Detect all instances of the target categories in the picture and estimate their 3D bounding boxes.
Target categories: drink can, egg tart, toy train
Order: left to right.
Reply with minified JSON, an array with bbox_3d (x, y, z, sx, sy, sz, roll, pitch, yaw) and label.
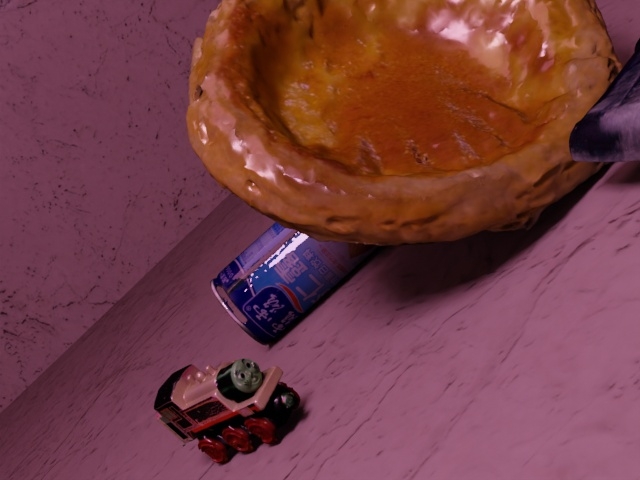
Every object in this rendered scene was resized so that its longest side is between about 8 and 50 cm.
[{"bbox_3d":[-0.079,0.139,0.783,0.138,0.087,0.050,-31,21,44],"label":"toy train"},{"bbox_3d":[0.000,0.000,0.970,0.235,0.097,0.097,-42,13,4],"label":"drink can"},{"bbox_3d":[0.070,-0.127,0.807,0.388,0.388,0.169,-50,-28,-28],"label":"egg tart"}]

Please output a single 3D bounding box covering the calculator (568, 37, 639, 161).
[{"bbox_3d":[0.293,-0.119,0.590,0.268,0.040,0.177,-5,38,51],"label":"calculator"}]
